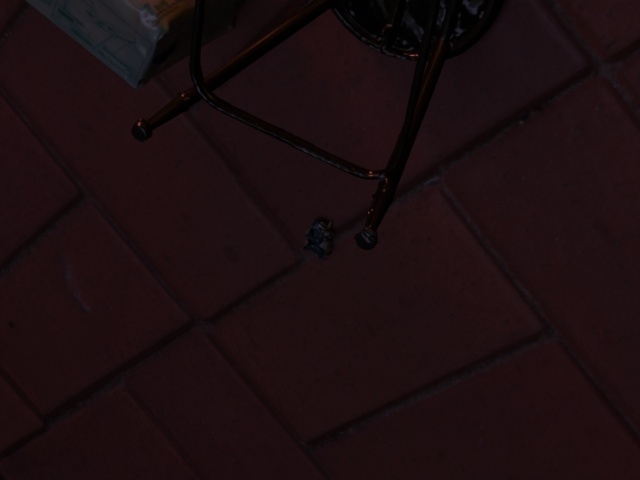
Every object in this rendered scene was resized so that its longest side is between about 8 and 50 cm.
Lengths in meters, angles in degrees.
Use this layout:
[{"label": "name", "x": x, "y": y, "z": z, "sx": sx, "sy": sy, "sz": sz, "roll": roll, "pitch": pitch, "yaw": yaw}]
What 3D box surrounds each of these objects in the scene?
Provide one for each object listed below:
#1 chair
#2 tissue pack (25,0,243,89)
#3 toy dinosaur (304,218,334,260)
[{"label": "chair", "x": 0.034, "y": -0.295, "z": 1.421, "sx": 0.362, "sy": 0.410, "sz": 0.364, "roll": 26, "pitch": 132, "yaw": 17}, {"label": "tissue pack", "x": -0.320, "y": -0.427, "z": 1.652, "sx": 0.388, "sy": 0.287, "sz": 0.162, "roll": 39, "pitch": 127, "yaw": 4}, {"label": "toy dinosaur", "x": 0.000, "y": 0.000, "z": 1.909, "sx": 0.047, "sy": 0.030, "sz": 0.083, "roll": 25, "pitch": 131, "yaw": 19}]
